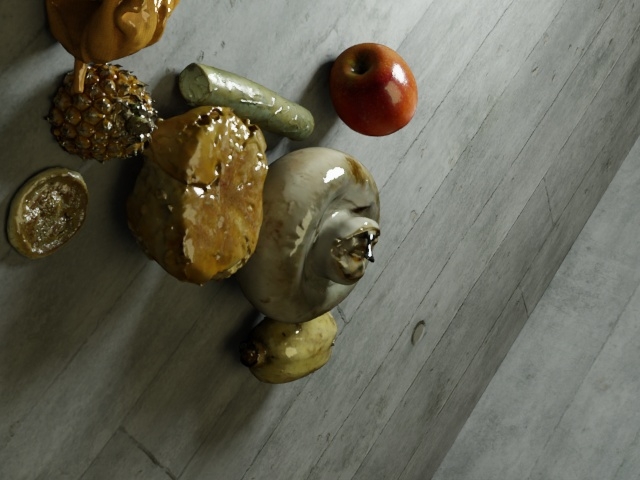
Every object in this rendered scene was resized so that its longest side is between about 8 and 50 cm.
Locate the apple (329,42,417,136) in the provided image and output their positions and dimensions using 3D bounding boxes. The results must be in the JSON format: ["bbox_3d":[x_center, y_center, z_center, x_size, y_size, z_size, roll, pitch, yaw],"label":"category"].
[{"bbox_3d":[0.109,-0.307,2.171,0.181,0.181,0.168,-56,150,-17],"label":"apple"}]

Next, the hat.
[{"bbox_3d":[-0.306,-0.313,1.541,0.233,0.244,0.233,10,113,-48],"label":"hat"}]

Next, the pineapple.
[{"bbox_3d":[-0.313,-0.188,1.651,0.161,0.136,0.176,-62,147,-9],"label":"pineapple"}]

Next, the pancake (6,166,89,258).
[{"bbox_3d":[-0.427,-0.042,1.676,0.158,0.028,0.158,-34,137,-39],"label":"pancake"}]

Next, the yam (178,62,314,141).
[{"bbox_3d":[-0.125,-0.252,1.958,0.371,0.083,0.083,10,101,-59],"label":"yam"}]

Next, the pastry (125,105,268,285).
[{"bbox_3d":[-0.217,-0.081,1.840,0.255,0.162,0.311,12,89,-48],"label":"pastry"}]

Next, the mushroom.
[{"bbox_3d":[0.000,0.000,2.090,0.362,0.294,0.362,-36,137,-43],"label":"mushroom"}]

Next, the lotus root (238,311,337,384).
[{"bbox_3d":[-0.067,0.220,2.274,0.284,0.146,0.160,-9,99,-51],"label":"lotus root"}]
